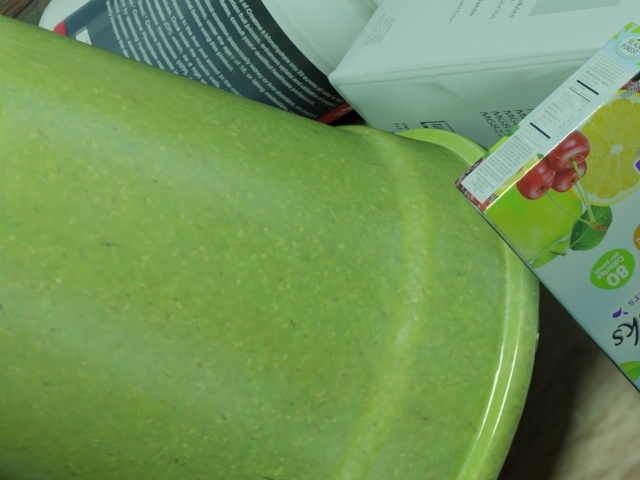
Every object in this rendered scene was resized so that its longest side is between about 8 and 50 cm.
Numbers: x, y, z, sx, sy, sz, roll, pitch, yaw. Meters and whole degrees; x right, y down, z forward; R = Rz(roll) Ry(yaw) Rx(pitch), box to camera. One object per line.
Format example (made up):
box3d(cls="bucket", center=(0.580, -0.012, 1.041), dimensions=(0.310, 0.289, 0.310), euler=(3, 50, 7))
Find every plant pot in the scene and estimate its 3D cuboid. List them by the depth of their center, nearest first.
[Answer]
box3d(cls="plant pot", center=(-0.085, 0.025, 0.611), dimensions=(0.276, 0.254, 0.276), euler=(-39, 38, 39))

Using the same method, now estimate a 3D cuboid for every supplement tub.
box3d(cls="supplement tub", center=(-0.051, -0.160, 0.947), dimensions=(0.272, 0.191, 0.191), euler=(-29, 32, 27))

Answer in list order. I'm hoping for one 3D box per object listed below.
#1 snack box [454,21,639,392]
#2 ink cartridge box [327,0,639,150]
box3d(cls="snack box", center=(0.139, -0.007, 0.555), dimensions=(0.100, 0.141, 0.037), euler=(-42, 28, 5))
box3d(cls="ink cartridge box", center=(0.198, -0.165, 0.698), dimensions=(0.272, 0.130, 0.309), euler=(4, 54, 52))
